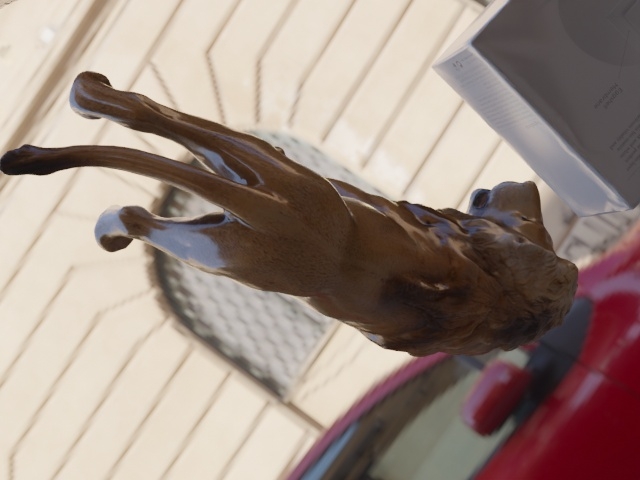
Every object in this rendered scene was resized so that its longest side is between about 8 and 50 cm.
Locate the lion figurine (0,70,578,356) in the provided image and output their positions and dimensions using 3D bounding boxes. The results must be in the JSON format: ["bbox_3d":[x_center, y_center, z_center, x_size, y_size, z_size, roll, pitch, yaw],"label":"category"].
[{"bbox_3d":[0.000,0.000,0.941,0.392,0.240,0.142,4,-75,-56],"label":"lion figurine"}]

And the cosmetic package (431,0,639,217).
[{"bbox_3d":[0.275,-0.180,1.395,0.224,0.224,0.138,-47,6,-11],"label":"cosmetic package"}]

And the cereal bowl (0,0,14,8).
[{"bbox_3d":[-0.201,-0.302,1.095,0.339,0.141,0.339,-49,12,15],"label":"cereal bowl"}]
